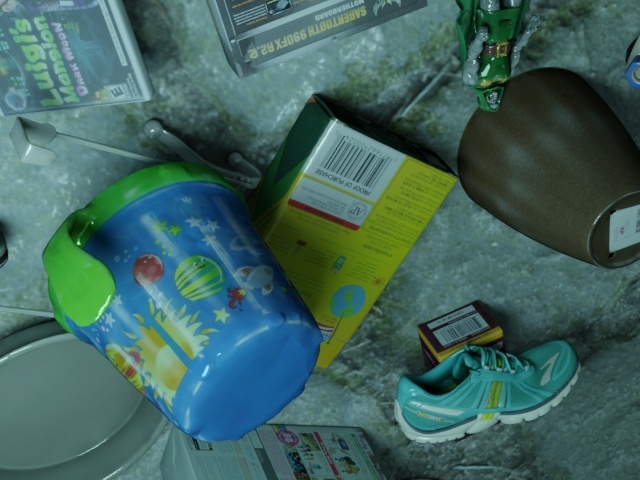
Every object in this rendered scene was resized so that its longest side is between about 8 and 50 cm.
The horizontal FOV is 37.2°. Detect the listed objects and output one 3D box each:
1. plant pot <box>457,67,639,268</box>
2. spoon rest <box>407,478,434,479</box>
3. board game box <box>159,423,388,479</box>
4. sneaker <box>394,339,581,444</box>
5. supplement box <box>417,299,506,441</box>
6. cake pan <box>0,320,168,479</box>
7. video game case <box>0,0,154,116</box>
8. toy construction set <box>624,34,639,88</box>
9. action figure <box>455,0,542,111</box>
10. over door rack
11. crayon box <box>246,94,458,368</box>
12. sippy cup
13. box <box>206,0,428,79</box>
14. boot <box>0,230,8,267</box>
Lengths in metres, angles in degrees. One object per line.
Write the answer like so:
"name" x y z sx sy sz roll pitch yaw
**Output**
"plant pot" 0.318 -0.072 1.184 0.215 0.230 0.215 -11 125 -16
"spoon rest" 0.216 0.467 1.611 0.276 0.084 0.137 13 115 -15
"board game box" -0.048 0.359 1.321 0.303 0.224 0.097 8 117 -27
"sneaker" 0.233 0.193 1.308 0.275 0.107 0.110 -18 117 -11
"supplement box" 0.218 0.196 1.415 0.104 0.081 0.188 -22 127 -8
"cake pan" -0.328 0.212 1.188 0.293 0.054 0.293 -18 133 -20
"video game case" -0.271 -0.212 0.924 0.173 0.022 0.190 -4 129 15
"toy construction set" 0.509 -0.322 1.130 0.309 0.257 0.237 -29 118 -29
"action figure" 0.210 -0.257 1.126 0.137 0.063 0.232 -15 130 -18
"over door rack" -0.243 -0.014 1.045 0.324 0.108 0.239 5 122 -50
"crayon box" 0.000 0.000 1.192 0.202 0.081 0.318 21 111 -32
"sippy cup" -0.124 0.075 0.969 0.305 0.224 0.240 -18 138 -34
"box" -0.012 -0.298 1.004 0.231 0.056 0.183 -23 128 -7
"boot" -0.441 0.088 1.069 0.236 0.085 0.179 -22 132 -8
